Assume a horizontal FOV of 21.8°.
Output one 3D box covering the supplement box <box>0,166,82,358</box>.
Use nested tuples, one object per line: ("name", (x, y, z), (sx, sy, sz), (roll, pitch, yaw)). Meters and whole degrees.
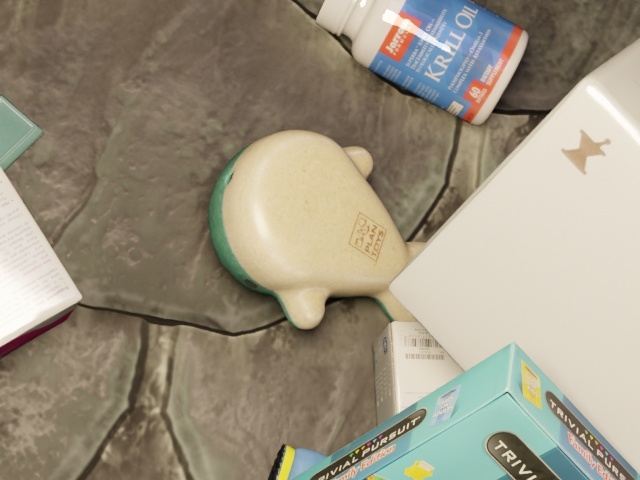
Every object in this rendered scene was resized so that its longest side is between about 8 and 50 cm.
("supplement box", (-0.348, 0.004, 1.671), (0.114, 0.111, 0.220), (-33, 86, -22))

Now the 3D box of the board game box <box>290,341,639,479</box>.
("board game box", (0.128, 0.278, 1.552), (0.254, 0.336, 0.079), (46, 28, -17))

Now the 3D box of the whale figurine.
("whale figurine", (0.000, 0.000, 1.771), (0.272, 0.141, 0.216), (29, 65, -28))

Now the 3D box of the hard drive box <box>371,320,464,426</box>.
("hard drive box", (0.154, 0.207, 1.736), (0.181, 0.089, 0.232), (2, 70, -12))

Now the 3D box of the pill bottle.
("pill bottle", (0.111, -0.230, 1.864), (0.221, 0.124, 0.124), (27, 67, -2))

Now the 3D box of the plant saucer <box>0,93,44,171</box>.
("plant saucer", (-0.380, -0.075, 1.756), (0.067, 0.018, 0.192), (41, 67, 3))

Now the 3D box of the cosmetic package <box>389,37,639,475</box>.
("cosmetic package", (0.350, -0.002, 1.650), (0.329, 0.327, 0.393), (47, 38, 7))

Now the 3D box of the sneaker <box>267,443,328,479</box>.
("sneaker", (-0.031, 0.310, 1.670), (0.082, 0.069, 0.209), (22, 67, -8))
